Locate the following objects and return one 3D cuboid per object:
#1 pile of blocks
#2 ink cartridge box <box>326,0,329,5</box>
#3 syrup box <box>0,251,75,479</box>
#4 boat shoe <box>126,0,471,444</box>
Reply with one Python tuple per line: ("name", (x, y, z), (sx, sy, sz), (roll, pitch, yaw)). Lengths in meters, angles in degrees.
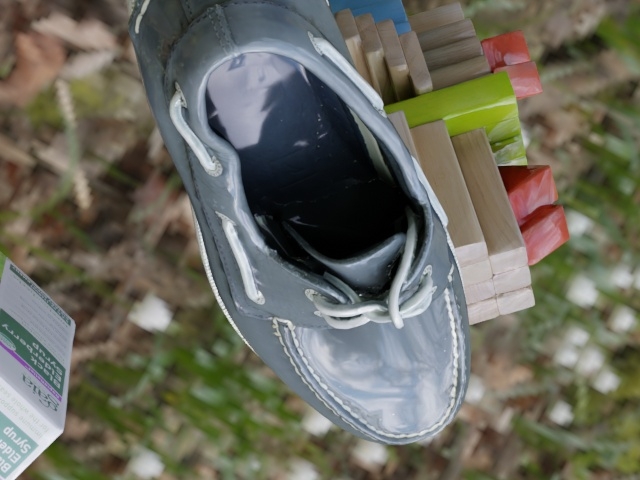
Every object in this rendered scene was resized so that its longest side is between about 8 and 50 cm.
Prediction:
("pile of blocks", (0.077, -0.094, 1.155), (0.362, 0.113, 0.149), (-105, 177, -56))
("ink cartridge box", (-0.096, -0.252, 1.554), (0.092, 0.219, 0.160), (-34, -172, -32))
("syrup box", (-0.241, 0.095, 1.377), (0.096, 0.093, 0.237), (-44, -165, 7))
("boat shoe", (0.000, 0.000, 0.877), (0.099, 0.116, 0.319), (-112, 179, -51))
